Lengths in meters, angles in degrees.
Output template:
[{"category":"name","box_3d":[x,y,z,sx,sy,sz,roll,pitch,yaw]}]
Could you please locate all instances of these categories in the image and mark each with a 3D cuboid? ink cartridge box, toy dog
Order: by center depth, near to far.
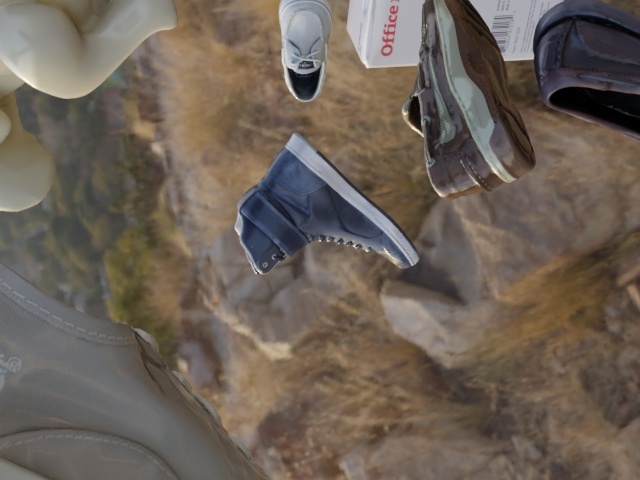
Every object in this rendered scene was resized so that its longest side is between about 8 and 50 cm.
[{"category":"toy dog","box_3d":[-0.314,-0.263,0.938,0.408,0.395,0.285,-38,49,45]},{"category":"ink cartridge box","box_3d":[0.184,-0.347,1.485,0.115,0.272,0.198,-111,21,-48]}]

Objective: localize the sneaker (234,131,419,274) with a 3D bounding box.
[{"category":"sneaker","box_3d":[-0.001,-0.001,1.364,0.226,0.163,0.086,40,180,-17]}]

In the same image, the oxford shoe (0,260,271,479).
[{"category":"oxford shoe","box_3d":[-0.095,0.118,0.546,0.169,0.449,0.130,-4,61,25]}]

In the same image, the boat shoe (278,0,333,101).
[{"category":"boat shoe","box_3d":[-0.019,-0.282,1.642,0.227,0.079,0.081,89,177,-67]}]

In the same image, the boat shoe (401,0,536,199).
[{"category":"boat shoe","box_3d":[0.110,-0.136,0.979,0.095,0.095,0.257,-32,36,22]}]

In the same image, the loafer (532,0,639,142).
[{"category":"loafer","box_3d":[0.310,-0.096,0.915,0.109,0.302,0.095,119,171,-52]}]
